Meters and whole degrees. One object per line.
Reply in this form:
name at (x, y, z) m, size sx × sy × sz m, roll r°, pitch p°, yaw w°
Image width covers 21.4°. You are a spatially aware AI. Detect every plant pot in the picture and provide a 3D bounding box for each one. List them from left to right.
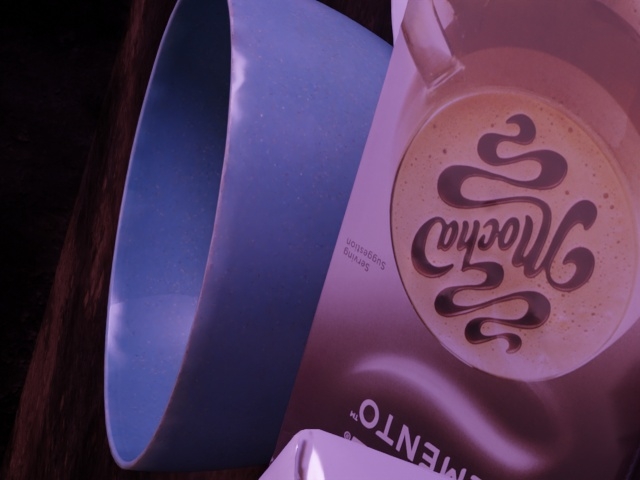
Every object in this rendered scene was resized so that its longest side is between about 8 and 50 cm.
plant pot at (0.000, 0.000, 0.992) m, size 0.290 × 0.195 × 0.290 m, roll -171°, pitch 90°, yaw -74°

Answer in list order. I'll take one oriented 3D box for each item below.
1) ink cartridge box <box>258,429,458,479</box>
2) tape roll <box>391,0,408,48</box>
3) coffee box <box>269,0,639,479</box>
ink cartridge box at (0.022, 0.265, 0.501) m, size 0.385 × 0.279 × 0.160 m, roll -54°, pitch 27°, yaw 31°
tape roll at (0.130, -0.189, 0.853) m, size 0.286 × 0.100 × 0.286 m, roll -169°, pitch 90°, yaw -73°
coffee box at (0.108, -0.004, 0.663) m, size 0.168 × 0.119 × 0.297 m, roll 32°, pitch 114°, yaw 38°
